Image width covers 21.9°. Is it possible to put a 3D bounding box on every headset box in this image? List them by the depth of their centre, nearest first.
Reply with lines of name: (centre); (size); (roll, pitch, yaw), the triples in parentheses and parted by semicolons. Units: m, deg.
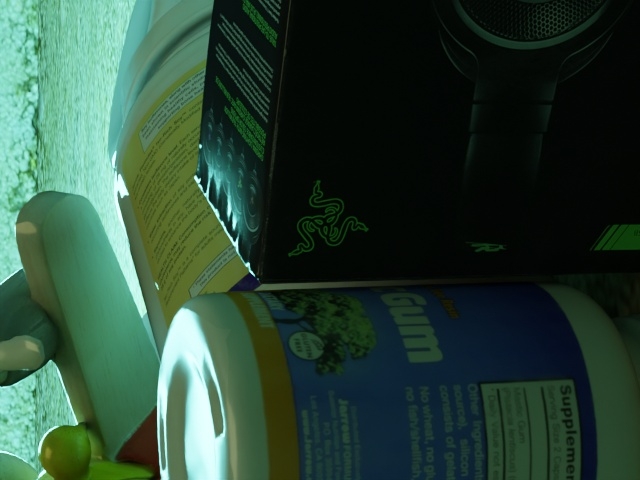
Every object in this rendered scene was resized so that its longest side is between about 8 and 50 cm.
headset box: (0.078, -0.116, 0.820); (0.131, 0.246, 0.283); (-125, 39, -59)

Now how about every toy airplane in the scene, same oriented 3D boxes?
toy airplane: (-0.154, 0.173, 1.243); (0.384, 0.272, 0.386); (29, -123, -78)

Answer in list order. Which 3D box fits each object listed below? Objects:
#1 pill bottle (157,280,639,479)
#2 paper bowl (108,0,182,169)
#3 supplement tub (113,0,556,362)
pill bottle: (0.066, 0.096, 0.829); (0.152, 0.272, 0.152); (178, 90, -71)
paper bowl: (-0.083, -0.134, 1.354); (0.284, 0.148, 0.284); (-168, 90, -77)
supplement tub: (0.000, 0.000, 1.061); (0.331, 0.241, 0.241); (-112, 28, -45)
